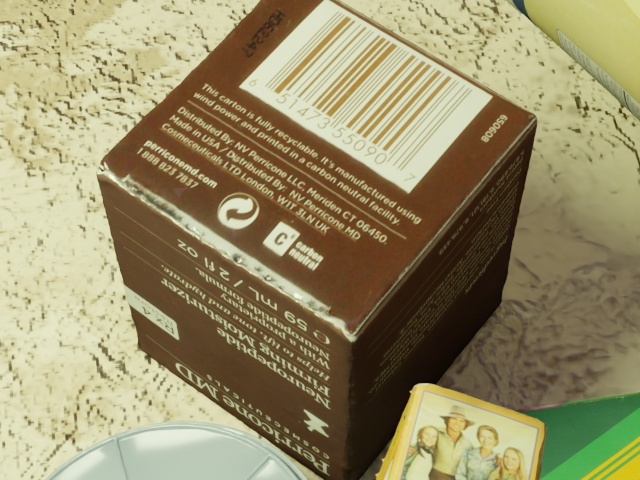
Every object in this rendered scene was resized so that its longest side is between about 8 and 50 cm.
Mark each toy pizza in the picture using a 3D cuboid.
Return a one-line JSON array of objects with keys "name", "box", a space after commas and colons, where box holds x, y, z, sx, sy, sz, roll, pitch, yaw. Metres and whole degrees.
[{"name": "toy pizza", "box": [-0.088, 0.190, 0.832, 0.201, 0.032, 0.201, -7, 53, 10]}]

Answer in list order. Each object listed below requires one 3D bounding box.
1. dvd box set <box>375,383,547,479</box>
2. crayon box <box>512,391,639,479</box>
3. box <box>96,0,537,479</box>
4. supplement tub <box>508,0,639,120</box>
[{"name": "dvd box set", "box": [-0.014, 0.302, 0.558, 0.062, 0.308, 0.420, 18, 43, 2]}, {"name": "crayon box", "box": [0.185, 0.219, 0.799, 0.165, 0.081, 0.278, -8, 60, -4]}, {"name": "box", "box": [0.000, 0.000, 0.863, 0.168, 0.203, 0.167, 32, 64, 18]}, {"name": "supplement tub", "box": [0.281, -0.148, 0.939, 0.228, 0.228, 0.316, -33, 64, -19]}]
